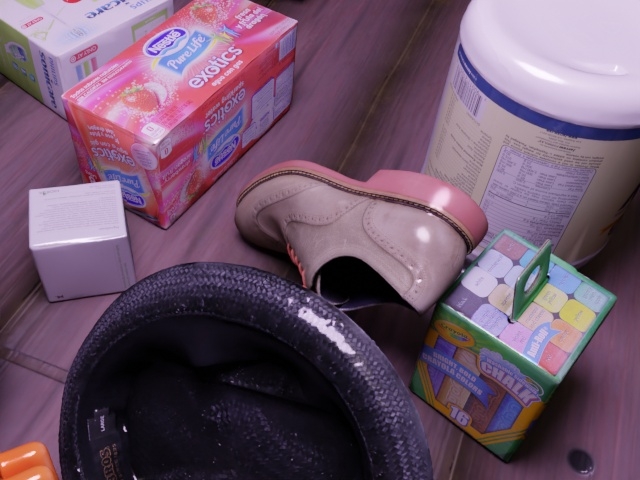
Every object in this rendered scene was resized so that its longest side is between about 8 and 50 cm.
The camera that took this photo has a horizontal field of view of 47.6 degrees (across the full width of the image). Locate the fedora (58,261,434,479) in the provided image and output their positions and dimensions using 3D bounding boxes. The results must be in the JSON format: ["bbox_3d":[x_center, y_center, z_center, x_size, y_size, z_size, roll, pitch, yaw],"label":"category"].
[{"bbox_3d":[-0.054,0.172,0.622,0.334,0.334,0.152,33,10,20],"label":"fedora"}]

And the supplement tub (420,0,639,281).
[{"bbox_3d":[0.241,-0.104,0.813,0.236,0.324,0.235,3,50,-4],"label":"supplement tub"}]

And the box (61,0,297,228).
[{"bbox_3d":[-0.168,-0.180,0.946,0.142,0.154,0.300,27,53,16],"label":"box"}]

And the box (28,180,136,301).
[{"bbox_3d":[-0.265,0.001,0.812,0.102,0.101,0.087,-8,52,-13],"label":"box"}]

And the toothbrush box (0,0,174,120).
[{"bbox_3d":[-0.383,-0.326,1.064,0.283,0.122,0.206,36,55,20],"label":"toothbrush box"}]

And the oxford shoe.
[{"bbox_3d":[0.000,0.000,0.760,0.348,0.123,0.130,4,56,52],"label":"oxford shoe"}]

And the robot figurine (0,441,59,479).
[{"bbox_3d":[-0.320,0.244,0.583,0.219,0.128,0.158,-19,60,-21],"label":"robot figurine"}]

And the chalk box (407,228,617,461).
[{"bbox_3d":[0.191,0.091,0.716,0.132,0.213,0.132,35,56,21],"label":"chalk box"}]
